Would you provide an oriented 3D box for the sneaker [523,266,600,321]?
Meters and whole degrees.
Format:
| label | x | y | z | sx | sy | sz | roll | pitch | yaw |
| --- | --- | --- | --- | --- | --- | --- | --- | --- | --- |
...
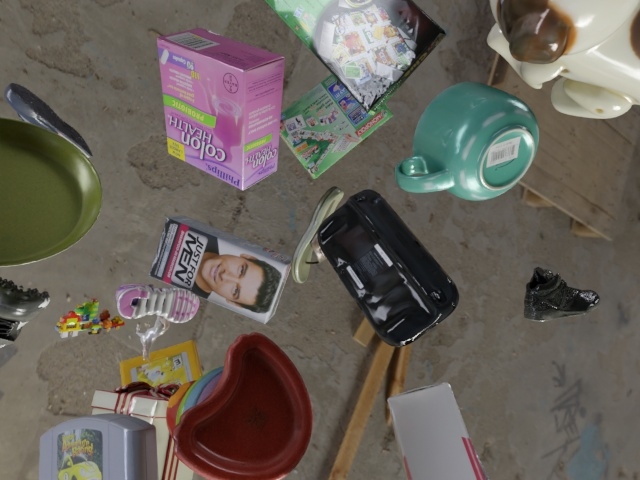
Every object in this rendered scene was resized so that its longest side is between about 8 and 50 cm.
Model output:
| label | x | y | z | sx | sy | sz | roll | pitch | yaw |
| --- | --- | --- | --- | --- | --- | --- | --- | --- | --- |
| sneaker | 0.631 | 0.130 | 1.178 | 0.227 | 0.087 | 0.130 | -6 | 96 | -14 |

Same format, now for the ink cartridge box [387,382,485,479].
| label | x | y | z | sx | sy | sz | roll | pitch | yaw |
| --- | --- | --- | --- | --- | --- | --- | --- | --- | --- |
| ink cartridge box | 0.163 | 0.322 | 0.638 | 0.092 | 0.159 | 0.218 | -15 | 139 | 3 |

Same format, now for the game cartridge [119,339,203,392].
| label | x | y | z | sx | sy | sz | roll | pitch | yaw |
| --- | --- | --- | --- | --- | --- | --- | --- | --- | --- |
| game cartridge | -0.568 | 0.548 | 1.649 | 0.285 | 0.324 | 0.053 | -15 | 140 | -15 |

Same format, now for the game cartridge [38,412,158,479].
| label | x | y | z | sx | sy | sz | roll | pitch | yaw |
| --- | --- | --- | --- | --- | --- | --- | --- | --- | --- |
| game cartridge | -0.383 | 0.396 | 0.760 | 0.060 | 0.294 | 0.196 | 21 | 57 | -53 |

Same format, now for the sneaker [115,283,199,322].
| label | x | y | z | sx | sy | sz | roll | pitch | yaw |
| --- | --- | --- | --- | --- | --- | --- | --- | --- | --- |
| sneaker | -0.439 | 0.158 | 1.210 | 0.236 | 0.104 | 0.095 | 17 | 89 | -47 |

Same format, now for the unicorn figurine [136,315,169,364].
| label | x | y | z | sx | sy | sz | roll | pitch | yaw |
| --- | --- | --- | --- | --- | --- | --- | --- | --- | --- |
| unicorn figurine | -0.522 | 0.290 | 1.396 | 0.060 | 0.111 | 0.162 | 18 | 122 | -47 |

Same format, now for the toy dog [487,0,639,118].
| label | x | y | z | sx | sy | sz | roll | pitch | yaw |
| --- | --- | --- | --- | --- | --- | --- | --- | --- | --- |
| toy dog | 0.440 | -0.345 | 0.720 | 0.408 | 0.395 | 0.285 | 9 | 125 | -32 |

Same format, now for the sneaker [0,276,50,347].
| label | x | y | z | sx | sy | sz | roll | pitch | yaw |
| --- | --- | --- | --- | --- | --- | --- | --- | --- | --- |
| sneaker | -0.458 | 0.113 | 0.655 | 0.078 | 0.234 | 0.106 | 28 | 70 | -34 |

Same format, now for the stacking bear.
| label | x | y | z | sx | sy | sz | roll | pitch | yaw |
| --- | --- | --- | --- | --- | --- | --- | --- | --- | --- |
| stacking bear | -0.148 | 0.263 | 0.675 | 0.164 | 0.289 | 0.175 | 42 | 55 | -12 |

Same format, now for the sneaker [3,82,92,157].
| label | x | y | z | sx | sy | sz | roll | pitch | yaw |
| --- | --- | --- | --- | --- | --- | --- | --- | --- | --- |
| sneaker | -0.778 | -0.295 | 1.257 | 0.131 | 0.319 | 0.112 | -30 | 67 | -5 |

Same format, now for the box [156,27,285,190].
| label | x | y | z | sx | sy | sz | roll | pitch | yaw |
| --- | --- | --- | --- | --- | --- | --- | --- | --- | --- |
| box | -0.196 | -0.261 | 0.898 | 0.117 | 0.213 | 0.243 | -42 | 151 | -43 |

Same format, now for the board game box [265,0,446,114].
| label | x | y | z | sx | sy | sz | roll | pitch | yaw |
| --- | --- | --- | --- | --- | --- | --- | --- | --- | --- |
| board game box | 0.034 | -0.309 | 0.616 | 0.260 | 0.136 | 0.030 | 52 | 27 | 16 |

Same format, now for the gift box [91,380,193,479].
| label | x | y | z | sx | sy | sz | roll | pitch | yaw |
| --- | --- | --- | --- | --- | --- | --- | --- | --- | --- |
| gift box | -0.462 | 0.532 | 1.260 | 0.255 | 0.276 | 0.258 | 48 | 45 | -64 |

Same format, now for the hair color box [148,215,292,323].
| label | x | y | z | sx | sy | sz | roll | pitch | yaw |
| --- | --- | --- | --- | --- | --- | --- | --- | --- | --- |
| hair color box | -0.288 | 0.079 | 1.328 | 0.374 | 0.113 | 0.185 | 21 | 98 | 5 |

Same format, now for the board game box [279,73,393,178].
| label | x | y | z | sx | sy | sz | roll | pitch | yaw |
| --- | --- | --- | --- | --- | --- | --- | --- | --- | --- |
| board game box | 0.037 | -0.367 | 1.370 | 0.317 | 0.046 | 0.213 | -40 | 100 | -10 |

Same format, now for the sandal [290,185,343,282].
| label | x | y | z | sx | sy | sz | roll | pitch | yaw |
| --- | --- | --- | --- | --- | --- | --- | --- | --- | --- |
| sandal | 0.000 | -0.001 | 1.228 | 0.086 | 0.120 | 0.303 | 30 | 116 | 8 |

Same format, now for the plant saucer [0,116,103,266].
| label | x | y | z | sx | sy | sz | roll | pitch | yaw |
| --- | --- | --- | --- | --- | --- | --- | --- | --- | --- |
| plant saucer | -0.421 | -0.063 | 0.596 | 0.241 | 0.037 | 0.241 | 18 | 49 | -22 |

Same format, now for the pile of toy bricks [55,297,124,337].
| label | x | y | z | sx | sy | sz | roll | pitch | yaw |
| --- | --- | --- | --- | --- | --- | --- | --- | --- | --- |
| pile of toy bricks | -0.769 | 0.245 | 1.505 | 0.212 | 0.118 | 0.105 | 3 | 100 | -53 |

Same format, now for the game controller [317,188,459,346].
| label | x | y | z | sx | sy | sz | roll | pitch | yaw |
| --- | --- | --- | --- | --- | --- | --- | --- | --- | --- |
| game controller | 0.115 | 0.042 | 0.869 | 0.166 | 0.319 | 0.067 | -43 | 145 | 14 |

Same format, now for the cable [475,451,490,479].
| label | x | y | z | sx | sy | sz | roll | pitch | yaw |
| --- | --- | --- | --- | --- | --- | --- | --- | --- | --- |
| cable | 0.256 | 0.479 | 0.885 | 0.089 | 0.257 | 0.257 | -19 | 116 | -10 |

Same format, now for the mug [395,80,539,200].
| label | x | y | z | sx | sy | sz | roll | pitch | yaw |
| --- | --- | --- | --- | --- | --- | --- | --- | --- | --- |
| mug | 0.184 | -0.103 | 0.546 | 0.129 | 0.097 | 0.158 | 23 | 109 | -34 |
